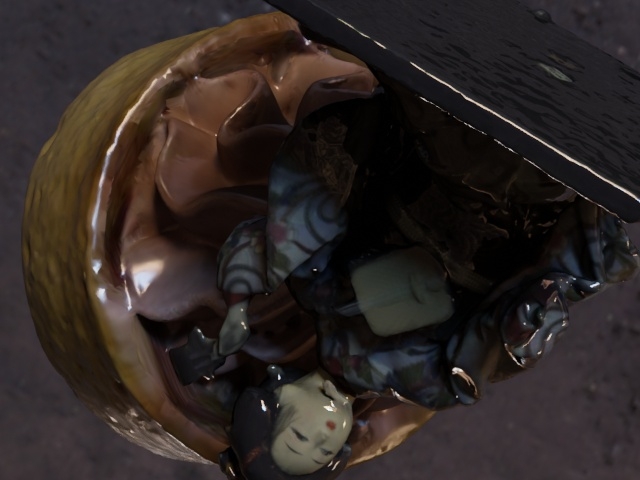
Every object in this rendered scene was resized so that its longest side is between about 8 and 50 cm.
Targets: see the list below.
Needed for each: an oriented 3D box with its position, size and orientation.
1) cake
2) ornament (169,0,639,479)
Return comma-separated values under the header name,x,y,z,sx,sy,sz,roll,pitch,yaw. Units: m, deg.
name,x,y,z,sx,sy,sz,roll,pitch,yaw
cake,0.000,0.000,0.704,0.178,0.208,0.185,-3,91,47
ornament,0.010,0.015,0.570,0.166,0.153,0.196,32,112,9
